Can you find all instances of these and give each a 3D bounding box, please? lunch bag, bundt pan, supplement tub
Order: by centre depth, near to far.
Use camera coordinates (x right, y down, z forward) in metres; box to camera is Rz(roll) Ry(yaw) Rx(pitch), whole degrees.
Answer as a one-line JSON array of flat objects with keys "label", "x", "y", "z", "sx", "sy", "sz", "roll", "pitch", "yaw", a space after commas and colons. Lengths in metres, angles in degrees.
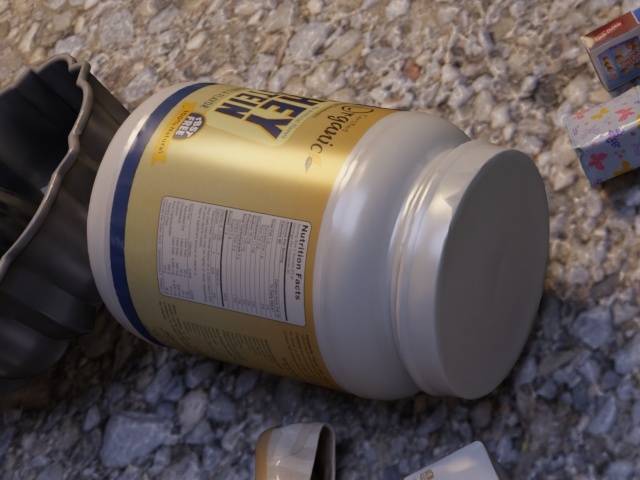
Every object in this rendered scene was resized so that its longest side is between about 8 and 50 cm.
[{"label": "supplement tub", "x": 0.000, "y": 0.000, "z": 1.281, "sx": 0.316, "sy": 0.228, "sz": 0.228, "roll": 11, "pitch": 67, "yaw": 30}, {"label": "lunch bag", "x": 0.244, "y": -0.089, "z": 1.327, "sx": 0.071, "sy": 0.053, "sz": 0.083, "roll": -23, "pitch": 29, "yaw": 13}, {"label": "bundt pan", "x": -0.265, "y": 0.002, "z": 1.427, "sx": 0.331, "sy": 0.124, "sz": 0.331, "roll": -37, "pitch": 31, "yaw": 28}]

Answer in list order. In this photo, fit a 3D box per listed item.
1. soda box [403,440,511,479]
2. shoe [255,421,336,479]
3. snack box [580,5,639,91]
[{"label": "soda box", "x": 0.136, "y": 0.256, "z": 1.158, "sx": 0.069, "sy": 0.074, "sz": 0.216, "roll": -29, "pitch": 53, "yaw": 8}, {"label": "shoe", "x": -0.018, "y": 0.238, "z": 1.243, "sx": 0.058, "sy": 0.076, "sz": 0.219, "roll": -16, "pitch": 54, "yaw": 23}, {"label": "snack box", "x": 0.309, "y": -0.188, "z": 1.347, "sx": 0.178, "sy": 0.064, "sz": 0.022, "roll": -27, "pitch": 55, "yaw": 9}]
